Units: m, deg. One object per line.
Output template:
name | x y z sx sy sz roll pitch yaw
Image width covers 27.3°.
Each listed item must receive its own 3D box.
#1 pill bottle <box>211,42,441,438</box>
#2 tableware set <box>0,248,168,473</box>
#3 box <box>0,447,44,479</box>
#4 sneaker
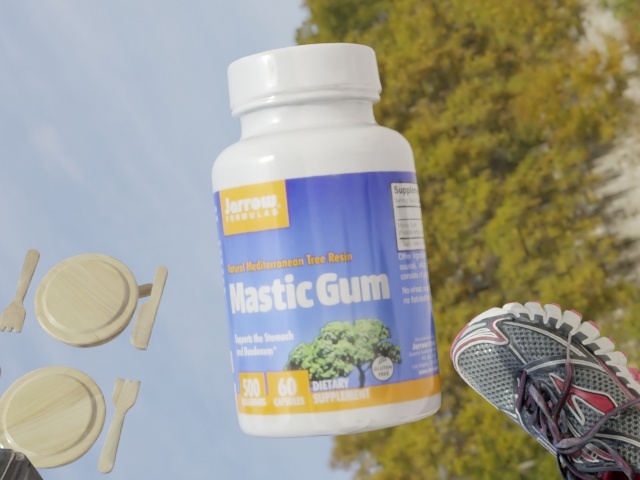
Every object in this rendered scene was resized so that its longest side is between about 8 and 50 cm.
pill bottle | 0.000 0.000 0.968 0.152 0.152 0.272 -2 -96 -74
tableware set | -0.200 0.100 1.063 0.039 0.128 0.194 85 -165 -57
box | -0.198 0.353 0.671 0.318 0.097 0.395 68 -151 -42
sneaker | 0.221 0.150 1.096 0.299 0.112 0.121 31 136 40
